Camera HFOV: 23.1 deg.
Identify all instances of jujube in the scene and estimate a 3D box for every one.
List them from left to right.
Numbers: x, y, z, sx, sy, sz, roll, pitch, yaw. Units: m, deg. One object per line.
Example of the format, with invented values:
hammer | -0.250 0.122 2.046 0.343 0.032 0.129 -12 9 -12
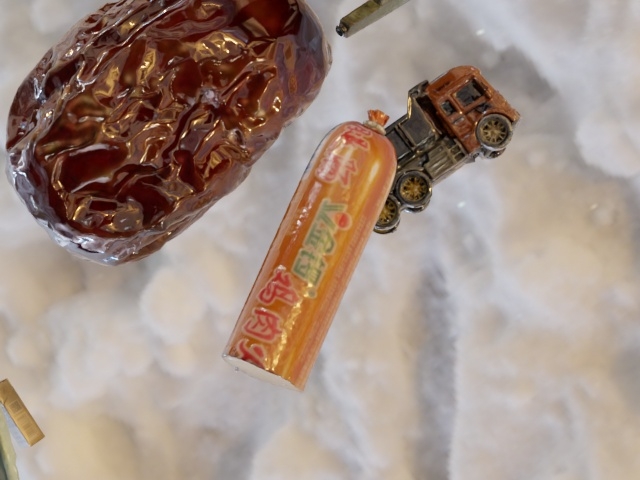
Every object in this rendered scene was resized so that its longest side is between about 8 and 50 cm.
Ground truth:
jujube | -0.170 -0.148 1.720 0.276 0.377 0.276 53 173 9

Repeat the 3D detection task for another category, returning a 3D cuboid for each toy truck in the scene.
toy truck | 0.086 -0.079 1.427 0.192 0.083 0.092 -35 85 0

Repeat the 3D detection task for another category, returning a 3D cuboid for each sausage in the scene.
sausage | 0.000 0.000 1.222 0.071 0.071 0.234 13 73 36

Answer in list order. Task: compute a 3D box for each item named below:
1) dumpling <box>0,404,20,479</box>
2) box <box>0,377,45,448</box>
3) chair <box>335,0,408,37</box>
dumpling | -0.298 0.122 1.106 0.219 0.108 0.152 28 148 21
box | -0.357 0.202 1.829 0.083 0.024 0.053 56 156 -4
chair | 0.079 -0.336 1.573 0.136 0.270 0.147 40 142 23
